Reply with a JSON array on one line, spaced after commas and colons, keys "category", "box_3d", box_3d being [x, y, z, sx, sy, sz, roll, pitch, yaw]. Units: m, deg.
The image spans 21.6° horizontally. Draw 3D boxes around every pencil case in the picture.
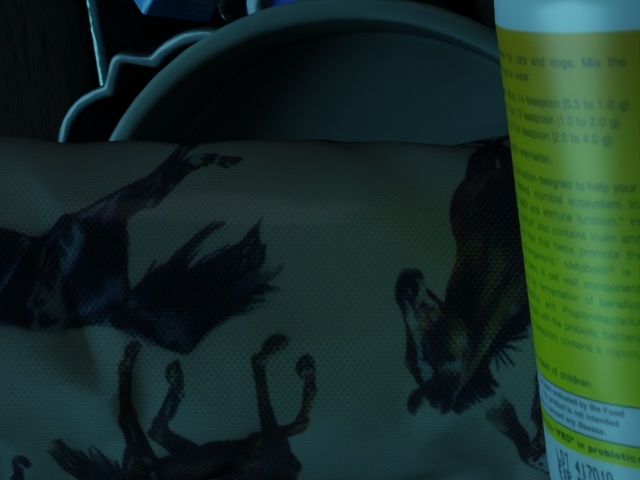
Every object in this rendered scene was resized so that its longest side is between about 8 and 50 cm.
[{"category": "pencil case", "box_3d": [-0.038, 0.029, 0.673, 0.183, 0.410, 0.159, 81, -173, -84]}]

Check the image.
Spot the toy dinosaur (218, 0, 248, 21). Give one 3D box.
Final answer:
[{"category": "toy dinosaur", "box_3d": [-0.052, -0.244, 1.088, 0.121, 0.160, 0.313, 21, -146, -46]}]

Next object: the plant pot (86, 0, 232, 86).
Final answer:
[{"category": "plant pot", "box_3d": [-0.070, -0.272, 1.587, 0.252, 0.247, 0.247, -42, -56, -74]}]

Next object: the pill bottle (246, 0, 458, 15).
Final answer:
[{"category": "pill bottle", "box_3d": [0.014, -0.181, 1.198, 0.152, 0.152, 0.272, 87, 172, -56]}]

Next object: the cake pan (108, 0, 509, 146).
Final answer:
[{"category": "cake pan", "box_3d": [0.024, 0.024, 0.831, 0.054, 0.293, 0.293, -41, -56, -71]}]

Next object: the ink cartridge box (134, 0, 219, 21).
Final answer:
[{"category": "ink cartridge box", "box_3d": [-0.076, -0.204, 0.982, 0.122, 0.052, 0.088, -58, 48, 32]}]

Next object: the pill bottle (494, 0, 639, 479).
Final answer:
[{"category": "pill bottle", "box_3d": [0.116, -0.024, 0.496, 0.117, 0.117, 0.215, -118, 18, -75]}]

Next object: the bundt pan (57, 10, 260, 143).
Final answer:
[{"category": "bundt pan", "box_3d": [0.000, 0.000, 1.045, 0.124, 0.331, 0.330, -44, -45, -49]}]
